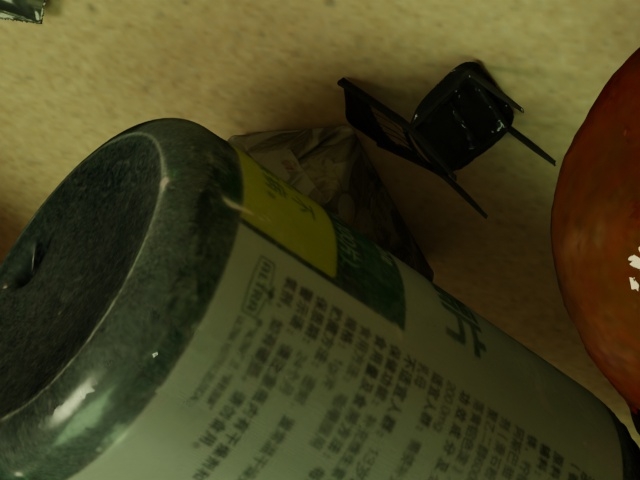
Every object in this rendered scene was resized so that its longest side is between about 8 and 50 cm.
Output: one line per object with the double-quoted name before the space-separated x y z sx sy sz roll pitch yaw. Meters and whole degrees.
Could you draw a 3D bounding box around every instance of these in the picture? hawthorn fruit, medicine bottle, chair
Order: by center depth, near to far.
"hawthorn fruit" 0.143 0.005 0.602 0.148 0.148 0.172 18 163 3
"chair" 0.046 -0.043 0.679 0.086 0.042 0.037 38 168 51
"medicine bottle" 0.020 0.086 0.697 0.293 0.141 0.141 35 144 -26

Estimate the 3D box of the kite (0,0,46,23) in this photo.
"kite" -0.167 -0.161 0.638 0.141 0.015 0.245 14 146 8

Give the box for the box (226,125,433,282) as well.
"box" 0.000 0.000 0.751 0.062 0.045 0.098 -3 139 29

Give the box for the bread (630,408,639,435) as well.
"bread" 0.227 0.111 0.750 0.269 0.098 0.087 38 106 -24
